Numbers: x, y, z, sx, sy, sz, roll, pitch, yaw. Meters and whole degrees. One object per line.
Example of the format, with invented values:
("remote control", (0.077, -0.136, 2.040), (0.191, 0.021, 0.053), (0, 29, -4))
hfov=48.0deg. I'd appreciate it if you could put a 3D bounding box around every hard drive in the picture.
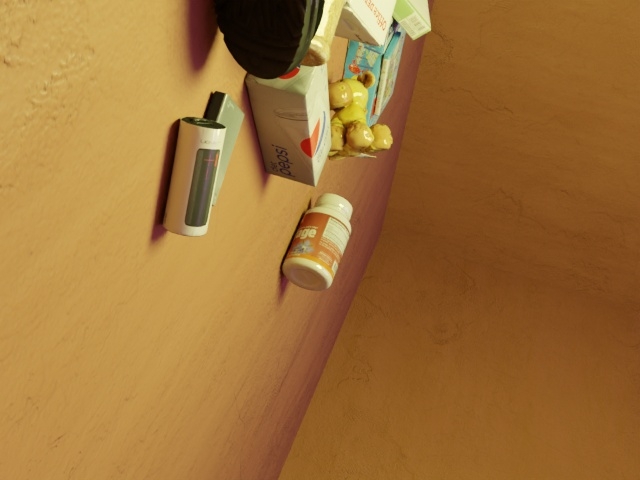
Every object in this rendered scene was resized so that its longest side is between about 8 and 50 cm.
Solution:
("hard drive", (-0.140, -0.119, 0.946), (0.094, 0.022, 0.135), (43, 63, -80))

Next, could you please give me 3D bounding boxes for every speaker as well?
("speaker", (-0.151, -0.077, 0.857), (0.055, 0.055, 0.136), (-47, 152, -70))

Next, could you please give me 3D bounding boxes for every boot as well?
("boot", (0.016, -0.374, 0.837), (0.260, 0.131, 0.347), (-30, 139, -48))

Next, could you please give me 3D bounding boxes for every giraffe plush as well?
("giraffe plush", (0.060, -0.266, 1.515), (0.210, 0.182, 0.170), (-2, 87, -69))

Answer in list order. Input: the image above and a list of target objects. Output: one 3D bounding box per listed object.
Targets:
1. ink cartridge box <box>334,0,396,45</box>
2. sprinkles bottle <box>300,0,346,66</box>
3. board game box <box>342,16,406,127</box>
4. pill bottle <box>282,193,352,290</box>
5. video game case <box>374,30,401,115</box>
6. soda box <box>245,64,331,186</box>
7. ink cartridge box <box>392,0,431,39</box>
("ink cartridge box", (0.062, -0.476, 1.133), (0.201, 0.117, 0.278), (9, 97, -70))
("sprinkles bottle", (0.006, -0.420, 0.963), (0.121, 0.121, 0.355), (28, 79, -81))
("board game box", (0.136, -0.454, 1.789), (0.308, 0.086, 0.301), (-61, 165, -53))
("pill bottle", (0.000, 0.000, 1.680), (0.121, 0.121, 0.216), (92, 17, -57))
("video game case", (0.160, -0.397, 1.713), (0.166, 0.015, 0.119), (96, 14, -46))
("soda box", (-0.043, -0.197, 1.150), (0.286, 0.098, 0.091), (86, 23, -67))
("ink cartridge box", (0.183, -0.601, 1.647), (0.171, 0.056, 0.235), (34, 44, -41))
